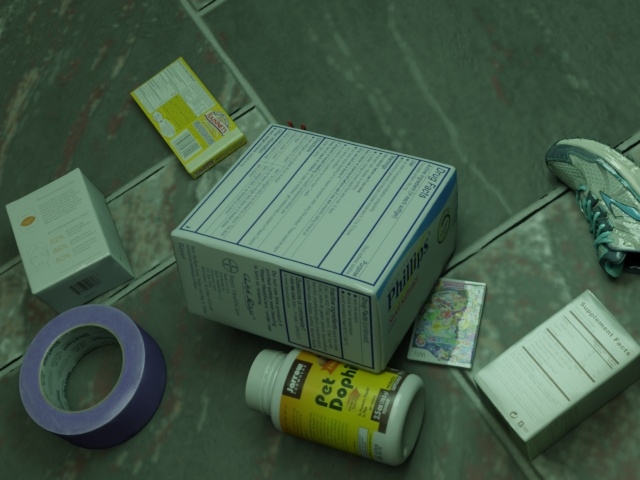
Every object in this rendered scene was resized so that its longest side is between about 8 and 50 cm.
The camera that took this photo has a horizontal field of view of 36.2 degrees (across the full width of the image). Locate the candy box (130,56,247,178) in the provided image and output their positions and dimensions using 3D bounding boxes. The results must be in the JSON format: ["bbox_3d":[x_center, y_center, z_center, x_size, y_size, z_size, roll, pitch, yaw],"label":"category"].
[{"bbox_3d":[-0.213,-0.198,1.566,0.105,0.027,0.206,-35,61,-6],"label":"candy box"}]

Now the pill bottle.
[{"bbox_3d":[0.017,0.203,1.249,0.215,0.117,0.117,12,68,21],"label":"pill bottle"}]

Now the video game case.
[{"bbox_3d":[0.170,0.109,1.314,0.087,0.011,0.122,7,67,18],"label":"video game case"}]

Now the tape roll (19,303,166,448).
[{"bbox_3d":[-0.317,0.190,1.373,0.189,0.080,0.189,-6,64,13],"label":"tape roll"}]

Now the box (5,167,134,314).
[{"bbox_3d":[-0.378,0.001,1.476,0.130,0.091,0.170,-27,60,2],"label":"box"}]

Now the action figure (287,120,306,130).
[{"bbox_3d":[-0.060,-0.129,1.489,0.038,0.030,0.115,18,72,18],"label":"action figure"}]

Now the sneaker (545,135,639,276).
[{"bbox_3d":[0.389,-0.026,1.266,0.122,0.110,0.283,-45,61,-5],"label":"sneaker"}]

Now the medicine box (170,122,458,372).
[{"bbox_3d":[0.000,0.000,1.286,0.289,0.149,0.263,16,45,22],"label":"medicine box"}]

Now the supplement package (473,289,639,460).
[{"bbox_3d":[0.291,0.166,1.197,0.179,0.105,0.105,-36,60,-4],"label":"supplement package"}]
